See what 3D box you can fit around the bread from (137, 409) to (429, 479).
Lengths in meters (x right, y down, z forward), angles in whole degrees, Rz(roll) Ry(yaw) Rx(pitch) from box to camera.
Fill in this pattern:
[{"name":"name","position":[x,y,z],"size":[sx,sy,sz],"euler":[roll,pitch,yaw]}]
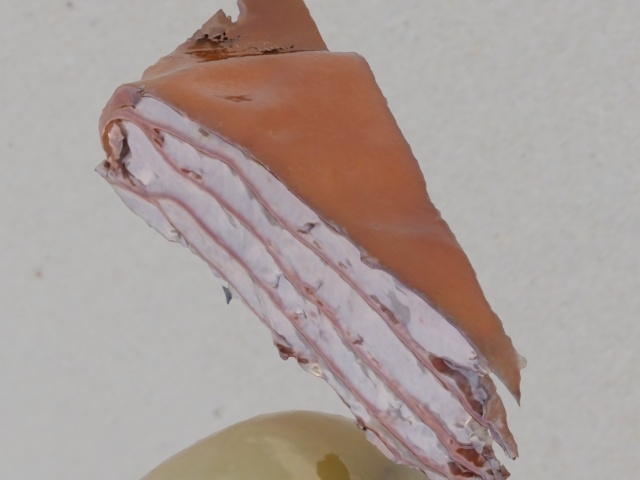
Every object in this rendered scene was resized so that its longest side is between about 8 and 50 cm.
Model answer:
[{"name":"bread","position":[-0.009,0.306,0.976],"size":[0.253,0.348,0.376],"euler":[-2,151,34]}]

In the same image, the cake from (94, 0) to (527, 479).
[{"name":"cake","position":[-0.002,0.005,0.763],"size":[0.287,0.135,0.098],"euler":[56,137,34]}]
